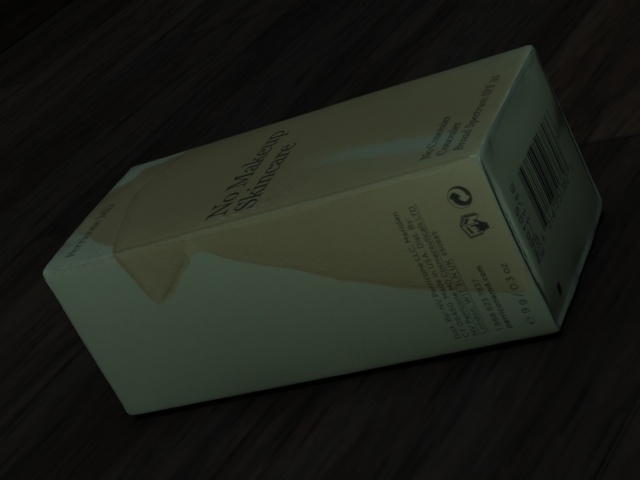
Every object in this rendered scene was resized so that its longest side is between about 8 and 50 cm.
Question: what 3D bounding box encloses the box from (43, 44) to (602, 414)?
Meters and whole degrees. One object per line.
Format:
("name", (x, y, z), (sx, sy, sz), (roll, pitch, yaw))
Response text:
("box", (0.000, 0.000, 0.895), (0.311, 0.121, 0.148), (-15, 26, 29))
